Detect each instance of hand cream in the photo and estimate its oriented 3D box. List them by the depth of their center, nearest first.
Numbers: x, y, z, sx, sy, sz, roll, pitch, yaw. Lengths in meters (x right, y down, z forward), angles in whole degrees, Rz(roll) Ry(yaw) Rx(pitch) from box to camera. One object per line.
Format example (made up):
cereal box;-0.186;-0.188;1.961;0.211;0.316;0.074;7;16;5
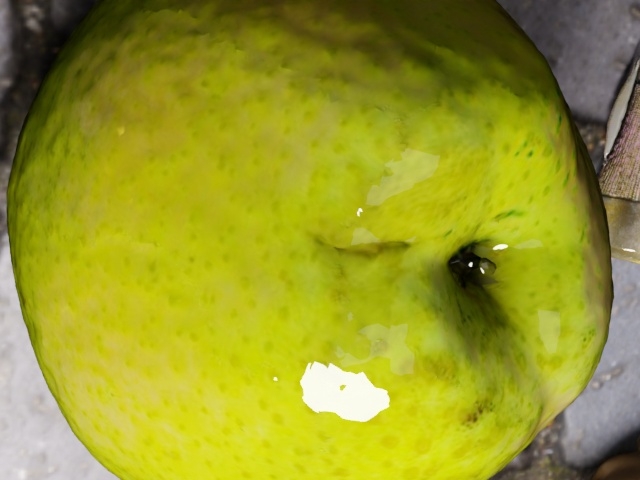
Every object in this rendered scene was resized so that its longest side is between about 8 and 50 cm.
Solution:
hand cream;0.259;-0.082;1.151;0.084;0.084;0.203;11;94;-27

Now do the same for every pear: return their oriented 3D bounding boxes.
pear;0.000;0.000;0.890;0.391;0.391;0.391;-7;106;-23

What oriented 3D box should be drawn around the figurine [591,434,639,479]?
figurine;0.302;0.252;1.167;0.173;0.247;0.177;-33;143;-50
